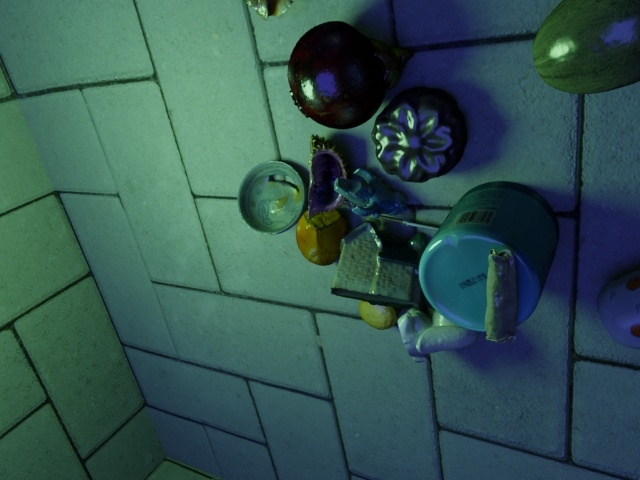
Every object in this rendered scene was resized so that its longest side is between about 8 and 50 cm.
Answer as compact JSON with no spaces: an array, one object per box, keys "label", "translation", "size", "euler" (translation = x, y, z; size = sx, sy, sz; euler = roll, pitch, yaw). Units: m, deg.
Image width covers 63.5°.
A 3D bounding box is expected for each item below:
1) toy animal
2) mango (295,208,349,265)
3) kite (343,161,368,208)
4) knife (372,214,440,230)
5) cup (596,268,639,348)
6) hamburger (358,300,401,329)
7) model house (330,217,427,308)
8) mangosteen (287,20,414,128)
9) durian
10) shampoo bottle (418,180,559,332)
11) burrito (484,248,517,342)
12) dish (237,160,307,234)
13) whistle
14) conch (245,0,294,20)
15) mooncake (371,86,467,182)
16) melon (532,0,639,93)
[{"label":"toy animal","translation":[0.424,0.307,1.791],"size":[0.265,0.271,0.206],"euler":[-16,85,15]},{"label":"mango","translation":[0.000,0.000,1.902],"size":[0.138,0.187,0.257],"euler":[55,152,38]},{"label":"kite","translation":[0.095,-0.185,1.827],"size":[0.189,0.009,0.232],"euler":[-6,114,34]},{"label":"knife","translation":[0.296,-0.055,1.727],"size":[0.256,0.046,0.022],"euler":[12,96,12]},{"label":"cup","translation":[0.925,0.156,1.371],"size":[0.212,0.212,0.317],"euler":[51,133,-4]},{"label":"hamburger","translation":[0.224,0.256,1.938],"size":[0.162,0.115,0.162],"euler":[18,126,26]},{"label":"model house","translation":[0.205,0.075,1.769],"size":[0.298,0.243,0.284],"euler":[11,81,3]},{"label":"mangosteen","translation":[0.078,-0.491,1.487],"size":[0.359,0.306,0.306],"euler":[-35,96,9]},{"label":"durian","translation":[0.009,-0.236,1.765],"size":[0.186,0.153,0.260],"euler":[-120,29,-42]},{"label":"shampoo bottle","translation":[0.488,0.041,1.491],"size":[0.331,0.342,0.331],"euler":[16,124,25]},{"label":"burrito","translation":[0.454,0.138,1.307],"size":[0.082,0.059,0.275],"euler":[1,118,24]},{"label":"dish","translation":[-0.161,-0.151,1.936],"size":[0.273,0.134,0.273],"euler":[-2,85,20]},{"label":"whistle","translation":[0.169,-0.146,1.704],"size":[0.269,0.180,0.093],"euler":[17,145,-19]},{"label":"conch","translation":[-0.166,-0.840,1.484],"size":[0.297,0.210,0.352],"euler":[-3,136,33]},{"label":"mooncake","translation":[0.291,-0.309,1.542],"size":[0.283,0.141,0.283],"euler":[14,122,23]},{"label":"melon","translation":[0.644,-0.463,1.154],"size":[0.329,0.248,0.249],"euler":[-18,106,42]}]
